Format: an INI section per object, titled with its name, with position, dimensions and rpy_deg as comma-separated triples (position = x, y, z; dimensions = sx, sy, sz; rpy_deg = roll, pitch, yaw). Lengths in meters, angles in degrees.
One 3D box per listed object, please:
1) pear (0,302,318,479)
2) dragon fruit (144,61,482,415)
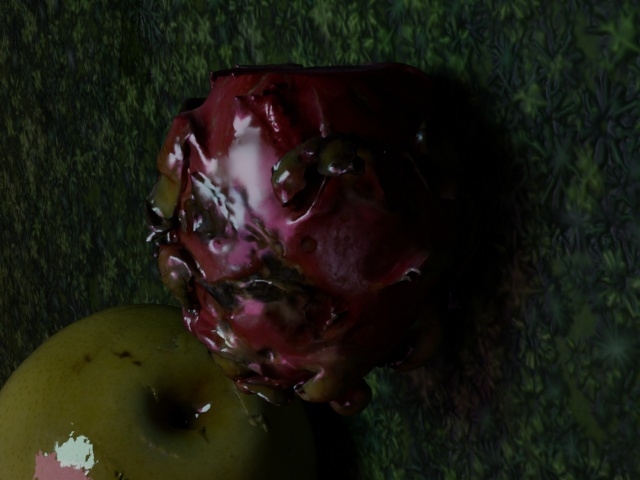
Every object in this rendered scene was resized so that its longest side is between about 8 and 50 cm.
[pear]
position = -0.174, 0.228, 1.333
dimensions = 0.348, 0.348, 0.348
rpy_deg = 26, 121, 54
[dragon fruit]
position = 0.000, 0.000, 1.068
dimensions = 0.269, 0.250, 0.291
rpy_deg = 6, 99, 40
